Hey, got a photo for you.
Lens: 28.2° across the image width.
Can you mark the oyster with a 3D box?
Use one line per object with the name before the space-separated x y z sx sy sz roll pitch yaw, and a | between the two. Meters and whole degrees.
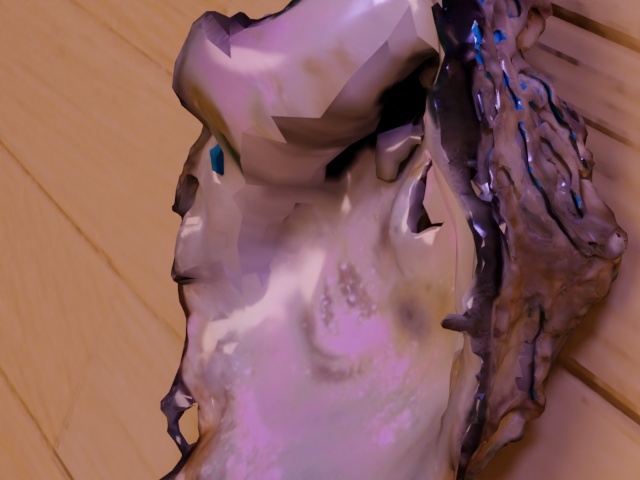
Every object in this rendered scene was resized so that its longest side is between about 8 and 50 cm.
oyster | 0.007 0.002 0.437 0.198 0.092 0.260 12 99 52
